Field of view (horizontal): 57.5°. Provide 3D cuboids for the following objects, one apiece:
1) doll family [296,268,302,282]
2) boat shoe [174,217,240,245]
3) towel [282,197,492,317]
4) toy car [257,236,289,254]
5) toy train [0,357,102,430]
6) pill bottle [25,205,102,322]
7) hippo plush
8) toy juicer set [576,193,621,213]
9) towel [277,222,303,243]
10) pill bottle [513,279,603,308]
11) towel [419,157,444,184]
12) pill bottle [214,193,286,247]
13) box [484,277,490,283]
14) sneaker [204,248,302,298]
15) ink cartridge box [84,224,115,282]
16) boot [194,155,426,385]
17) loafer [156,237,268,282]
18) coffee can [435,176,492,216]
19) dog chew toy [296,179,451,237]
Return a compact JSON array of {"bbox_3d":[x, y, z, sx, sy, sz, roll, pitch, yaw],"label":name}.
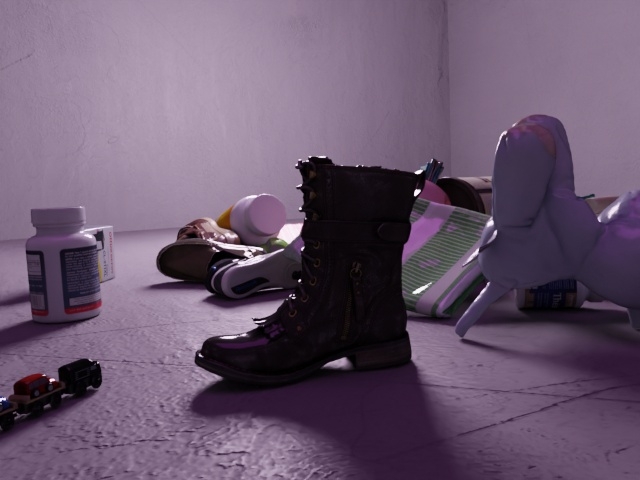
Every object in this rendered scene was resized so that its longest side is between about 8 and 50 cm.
[{"bbox_3d":[0.014,0.064,1.061,0.111,0.076,0.193,-5,-1,24],"label":"doll family"},{"bbox_3d":[-0.323,0.012,1.500,0.123,0.123,0.342,-4,12,-31],"label":"boat shoe"},{"bbox_3d":[0.131,0.001,0.978,0.324,0.038,0.248,23,51,38],"label":"towel"},{"bbox_3d":[-0.052,0.015,1.422,0.224,0.053,0.239,-5,19,-9],"label":"toy car"},{"bbox_3d":[-0.265,0.142,0.542,0.027,0.036,0.158,0,6,23],"label":"toy train"},{"bbox_3d":[-0.420,0.036,0.953,0.108,0.180,0.108,-2,6,0],"label":"pill bottle"},{"bbox_3d":[0.333,-0.023,0.734,0.236,0.234,0.294,14,36,23],"label":"hippo plush"},{"bbox_3d":[0.426,-0.052,1.111,0.329,0.090,0.209,-25,-15,31],"label":"toy juicer set"},{"bbox_3d":[0.000,0.000,1.578,0.274,0.031,0.199,-4,27,-15],"label":"towel"},{"bbox_3d":[0.352,0.068,0.866,0.120,0.067,0.067,-2,6,12],"label":"pill bottle"},{"bbox_3d":[0.218,-0.075,1.474,0.040,0.271,0.370,28,8,3],"label":"towel"},{"bbox_3d":[-0.186,-0.038,1.522,0.136,0.136,0.245,-6,-10,-31],"label":"pill bottle"},{"bbox_3d":[0.491,0.049,1.034,0.232,0.059,0.322,-7,8,-39],"label":"box"},{"bbox_3d":[-0.124,0.055,1.135,0.216,0.079,0.121,-9,10,-41],"label":"sneaker"},{"bbox_3d":[-0.527,0.034,1.285,0.072,0.128,0.175,0,6,9],"label":"ink cartridge box"},{"bbox_3d":[-0.009,0.025,0.630,0.262,0.229,0.091,-4,6,-18],"label":"boot"},{"bbox_3d":[-0.237,0.042,1.243,0.251,0.094,0.087,-2,1,8],"label":"loafer"},{"bbox_3d":[0.424,-0.069,1.537,0.275,0.202,0.201,-6,7,-37],"label":"coffee can"},{"bbox_3d":[0.106,-0.013,1.213,0.331,0.207,0.206,-9,3,22],"label":"dog chew toy"}]
